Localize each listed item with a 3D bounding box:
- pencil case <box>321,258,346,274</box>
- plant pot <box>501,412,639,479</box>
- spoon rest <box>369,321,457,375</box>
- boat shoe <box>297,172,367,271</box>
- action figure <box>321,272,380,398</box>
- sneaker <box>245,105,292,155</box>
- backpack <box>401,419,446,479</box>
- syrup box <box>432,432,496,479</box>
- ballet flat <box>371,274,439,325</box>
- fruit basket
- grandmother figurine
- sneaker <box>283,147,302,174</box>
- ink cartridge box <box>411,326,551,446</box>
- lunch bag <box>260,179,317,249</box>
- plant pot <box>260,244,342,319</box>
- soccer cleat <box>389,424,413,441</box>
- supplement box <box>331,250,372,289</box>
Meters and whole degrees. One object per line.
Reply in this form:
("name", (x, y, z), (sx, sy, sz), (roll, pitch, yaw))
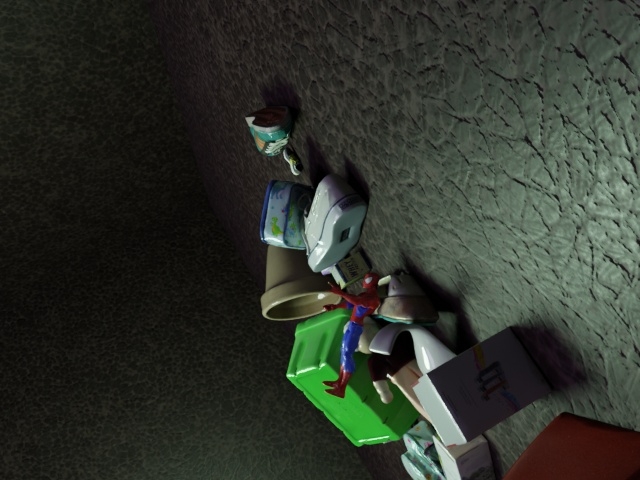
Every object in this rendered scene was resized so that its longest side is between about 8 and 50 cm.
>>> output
("pencil case", (0.000, 0.000, 1.743), (0.206, 0.086, 0.088), (60, 160, 11))
("plant pot", (0.386, 0.438, 0.863), (0.267, 0.236, 0.267), (63, 167, 1))
("spoon rest", (0.218, 0.231, 1.230), (0.276, 0.084, 0.137), (31, 162, -36))
("boat shoe", (0.007, -0.052, 1.518), (0.156, 0.136, 0.367), (58, 163, 18))
("action figure", (0.041, 0.190, 1.346), (0.139, 0.280, 0.091), (22, -178, -9))
("sneaker", (-0.122, -0.285, 1.624), (0.121, 0.108, 0.302), (67, 174, -20))
("backpack", (0.303, 0.598, 1.675), (0.188, 0.144, 0.165), (54, 170, 43))
("syrup box", (0.358, 0.554, 1.485), (0.096, 0.093, 0.236), (41, 155, 57))
("ballet flat", (0.170, 0.129, 1.359), (0.316, 0.108, 0.106), (167, 104, -74))
("fruit basket", (0.117, 0.315, 1.654), (0.283, 0.392, 0.392), (-28, 89, 44))
("grandmother figurine", (0.192, 0.292, 1.391), (0.342, 0.208, 0.104), (38, 118, 25))
("sneaker", (-0.073, -0.225, 1.712), (0.035, 0.031, 0.083), (0, 121, 60))
("ink cartridge box", (0.273, 0.254, 1.051), (0.127, 0.176, 0.128), (60, 166, 19))
("lunch bag", (-0.074, -0.067, 1.609), (0.219, 0.090, 0.176), (9, -89, -68))
("plant pot", (-0.079, 0.113, 1.987), (0.263, 0.263, 0.229), (95, 162, -66))
("soccer cleat", (0.168, 0.479, 1.927), (0.331, 0.143, 0.116), (60, 166, 10))
("supplement box", (0.080, 0.080, 1.607), (0.056, 0.083, 0.083), (59, 167, 12))
